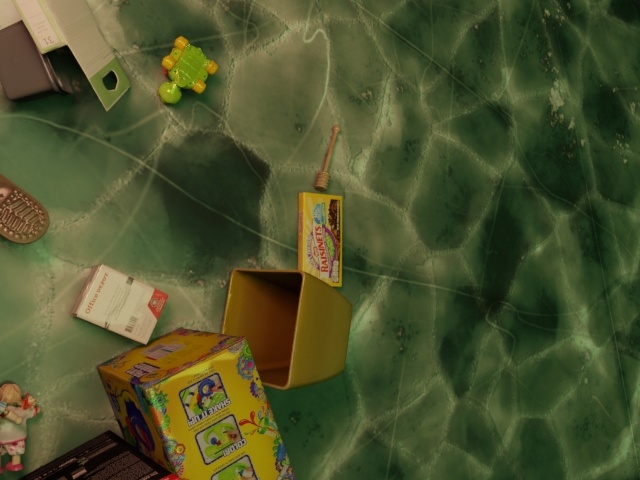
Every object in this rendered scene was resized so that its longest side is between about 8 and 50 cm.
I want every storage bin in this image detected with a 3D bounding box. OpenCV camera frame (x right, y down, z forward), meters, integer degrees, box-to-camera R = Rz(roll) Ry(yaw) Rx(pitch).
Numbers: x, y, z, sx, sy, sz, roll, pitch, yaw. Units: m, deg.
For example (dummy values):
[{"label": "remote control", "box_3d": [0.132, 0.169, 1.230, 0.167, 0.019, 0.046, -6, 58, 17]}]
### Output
[{"label": "storage bin", "box_3d": [-0.489, -0.296, 1.019, 0.091, 0.098, 0.135, -20, 99, -5]}]

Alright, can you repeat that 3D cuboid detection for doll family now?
[{"label": "doll family", "box_3d": [-0.552, 0.282, 0.910, 0.262, 0.118, 0.163, 2, 85, -33]}]

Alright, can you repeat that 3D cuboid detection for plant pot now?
[{"label": "plant pot", "box_3d": [-0.056, 0.177, 1.207, 0.187, 0.212, 0.212, 18, 77, -45]}]

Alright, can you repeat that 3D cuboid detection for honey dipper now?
[{"label": "honey dipper", "box_3d": [0.020, -0.188, 1.378, 0.030, 0.030, 0.161, 26, 69, -29]}]

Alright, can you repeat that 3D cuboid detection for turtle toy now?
[{"label": "turtle toy", "box_3d": [-0.265, -0.320, 1.174, 0.095, 0.066, 0.130, 37, 68, -26]}]

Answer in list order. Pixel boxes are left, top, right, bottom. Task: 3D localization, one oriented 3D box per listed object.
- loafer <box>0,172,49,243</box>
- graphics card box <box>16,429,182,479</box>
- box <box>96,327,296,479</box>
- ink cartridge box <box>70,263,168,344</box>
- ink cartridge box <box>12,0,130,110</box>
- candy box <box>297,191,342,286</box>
[{"label": "loafer", "box_3d": [-0.548, -0.084, 0.960, 0.268, 0.092, 0.102, 45, 59, -5]}, {"label": "graphics card box", "box_3d": [-0.351, 0.401, 0.885, 0.232, 0.371, 0.094, -26, 100, -33]}, {"label": "box", "box_3d": [-0.213, 0.315, 1.029, 0.177, 0.290, 0.279, -23, 99, -32]}, {"label": "ink cartridge box", "box_3d": [-0.358, 0.114, 1.088, 0.135, 0.056, 0.099, 31, 70, -28]}, {"label": "ink cartridge box", "box_3d": [-0.416, -0.341, 1.025, 0.056, 0.171, 0.235, -17, 118, 8]}, {"label": "candy box", "box_3d": [0.000, 0.000, 1.350, 0.105, 0.027, 0.206, 3, 85, -30]}]
